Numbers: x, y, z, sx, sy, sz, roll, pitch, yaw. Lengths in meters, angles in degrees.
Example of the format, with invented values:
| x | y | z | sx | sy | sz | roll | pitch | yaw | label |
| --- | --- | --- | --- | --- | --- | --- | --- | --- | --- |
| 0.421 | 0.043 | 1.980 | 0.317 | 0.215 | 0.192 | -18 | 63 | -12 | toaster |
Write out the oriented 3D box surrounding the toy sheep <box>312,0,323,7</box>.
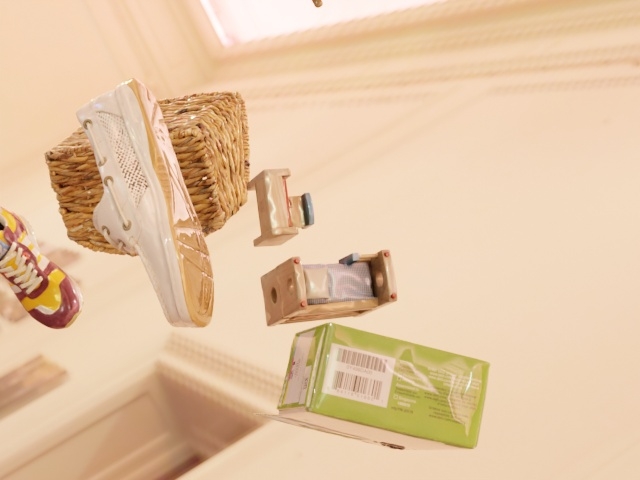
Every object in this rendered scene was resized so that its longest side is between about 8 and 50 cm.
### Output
| x | y | z | sx | sy | sz | roll | pitch | yaw | label |
| --- | --- | --- | --- | --- | --- | --- | --- | --- | --- |
| 0.000 | -0.303 | 1.445 | 0.091 | 0.091 | 0.132 | 58 | -25 | 7 | toy sheep |

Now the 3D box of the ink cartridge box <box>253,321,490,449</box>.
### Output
| x | y | z | sx | sy | sz | roll | pitch | yaw | label |
| --- | --- | --- | --- | --- | --- | --- | --- | --- | --- |
| 0.046 | 0.168 | 1.509 | 0.255 | 0.189 | 0.097 | 154 | -50 | -71 | ink cartridge box |

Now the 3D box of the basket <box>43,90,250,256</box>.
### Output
| x | y | z | sx | sy | sz | roll | pitch | yaw | label |
| --- | --- | --- | --- | --- | --- | --- | --- | --- | --- |
| -0.267 | -0.108 | 2.280 | 0.223 | 0.299 | 0.213 | -58 | 138 | -61 | basket |

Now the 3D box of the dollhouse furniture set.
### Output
| x | y | z | sx | sy | sz | roll | pitch | yaw | label |
| --- | --- | --- | --- | --- | --- | --- | --- | --- | --- |
| 0.000 | 0.000 | 1.674 | 0.129 | 0.129 | 0.183 | 149 | -66 | -66 | dollhouse furniture set |

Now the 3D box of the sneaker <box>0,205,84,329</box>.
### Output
| x | y | z | sx | sy | sz | roll | pitch | yaw | label |
| --- | --- | --- | --- | --- | --- | --- | --- | --- | --- |
| -0.350 | 0.030 | 1.587 | 0.185 | 0.069 | 0.084 | 46 | 7 | 27 | sneaker |

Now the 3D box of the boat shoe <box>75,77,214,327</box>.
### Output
| x | y | z | sx | sy | sz | roll | pitch | yaw | label |
| --- | --- | --- | --- | --- | --- | --- | --- | --- | --- |
| -0.185 | -0.027 | 1.405 | 0.098 | 0.096 | 0.277 | 45 | 25 | -68 | boat shoe |
